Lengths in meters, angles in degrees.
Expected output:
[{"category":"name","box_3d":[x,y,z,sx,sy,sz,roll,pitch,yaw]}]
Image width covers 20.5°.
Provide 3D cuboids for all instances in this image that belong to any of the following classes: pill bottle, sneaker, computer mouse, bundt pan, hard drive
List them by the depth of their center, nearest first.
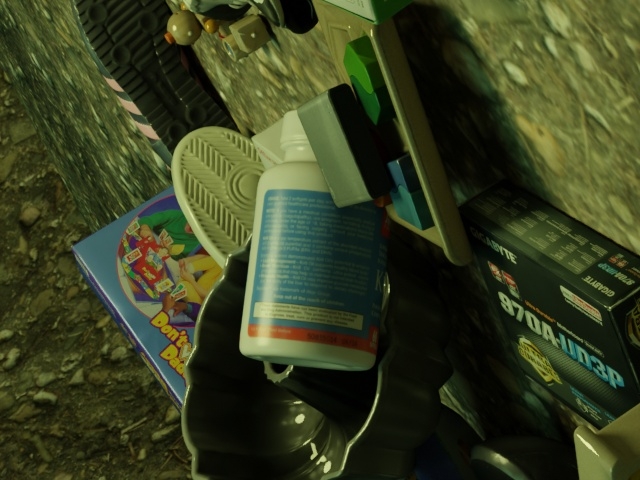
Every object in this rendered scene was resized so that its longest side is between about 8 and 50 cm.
[{"category":"hard drive","box_3d":[0.018,-0.076,1.453,0.135,0.022,0.094,171,76,-79]},{"category":"sneaker","box_3d":[-0.056,-0.218,1.559,0.132,0.086,0.229,45,170,11]},{"category":"pill bottle","box_3d":[0.000,0.000,1.576,0.124,0.124,0.221,153,124,-77]},{"category":"computer mouse","box_3d":[0.253,0.264,1.603,0.272,0.072,0.188,43,164,6]},{"category":"bundt pan","box_3d":[0.006,0.127,1.735,0.124,0.331,0.331,20,-167,-36]},{"category":"sneaker","box_3d":[-0.058,0.031,2.043,0.350,0.131,0.148,55,163,10]},{"category":"sneaker","box_3d":[-0.213,-0.202,2.115,0.319,0.112,0.131,62,164,-14]}]

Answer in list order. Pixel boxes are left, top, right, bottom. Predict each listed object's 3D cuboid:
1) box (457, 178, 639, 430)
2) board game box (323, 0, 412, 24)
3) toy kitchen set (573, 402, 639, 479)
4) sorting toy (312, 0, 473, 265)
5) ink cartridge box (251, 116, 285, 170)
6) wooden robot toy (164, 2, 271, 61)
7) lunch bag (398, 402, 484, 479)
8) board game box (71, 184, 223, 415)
[{"category":"box","box_3d":[0.201,0.066,1.338,0.220,0.051,0.175,38,157,57]},{"category":"board game box","box_3d":[-0.066,-0.308,1.235,0.316,0.064,0.242,30,147,41]},{"category":"toy kitchen set","box_3d":[0.276,0.162,1.025,0.207,0.166,0.122,43,161,49]},{"category":"sorting toy","box_3d":[0.032,-0.137,1.408,0.229,0.041,0.307,-133,22,-73]},{"category":"ink cartridge box","box_3d":[-0.014,-0.059,1.845,0.088,0.052,0.122,39,156,56]},{"category":"wooden robot toy","box_3d":[-0.117,-0.213,1.798,0.173,0.079,0.076,43,161,50]},{"category":"lunch bag","box_3d":[0.144,0.366,1.799,0.328,0.239,0.385,-120,11,-49]},{"category":"board game box","box_3d":[-0.111,0.089,2.154,0.347,0.233,0.078,53,166,22]}]
